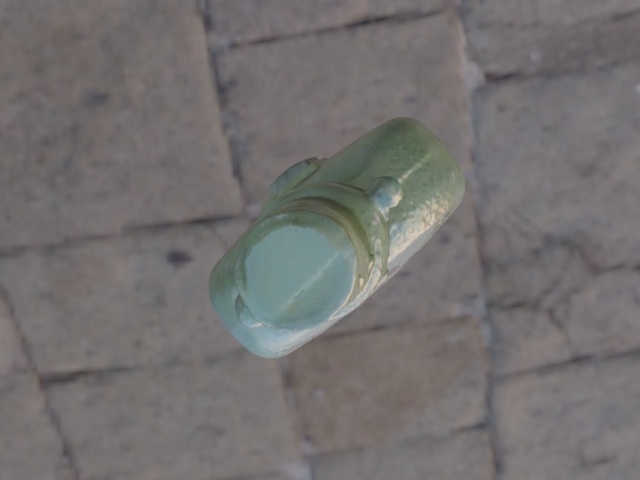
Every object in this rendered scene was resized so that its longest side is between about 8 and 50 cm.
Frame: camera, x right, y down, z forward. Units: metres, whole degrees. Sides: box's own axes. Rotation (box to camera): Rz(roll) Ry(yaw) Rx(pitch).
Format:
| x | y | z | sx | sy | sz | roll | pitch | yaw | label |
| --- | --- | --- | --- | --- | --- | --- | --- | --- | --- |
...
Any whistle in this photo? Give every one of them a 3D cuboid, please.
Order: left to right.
| x | y | z | sx | sy | sz | roll | pitch | yaw | label |
| --- | --- | --- | --- | --- | --- | --- | --- | --- | --- |
| 0.000 | 0.000 | 0.817 | 0.126 | 0.258 | 0.067 | -42 | 90 | 7 | whistle |
